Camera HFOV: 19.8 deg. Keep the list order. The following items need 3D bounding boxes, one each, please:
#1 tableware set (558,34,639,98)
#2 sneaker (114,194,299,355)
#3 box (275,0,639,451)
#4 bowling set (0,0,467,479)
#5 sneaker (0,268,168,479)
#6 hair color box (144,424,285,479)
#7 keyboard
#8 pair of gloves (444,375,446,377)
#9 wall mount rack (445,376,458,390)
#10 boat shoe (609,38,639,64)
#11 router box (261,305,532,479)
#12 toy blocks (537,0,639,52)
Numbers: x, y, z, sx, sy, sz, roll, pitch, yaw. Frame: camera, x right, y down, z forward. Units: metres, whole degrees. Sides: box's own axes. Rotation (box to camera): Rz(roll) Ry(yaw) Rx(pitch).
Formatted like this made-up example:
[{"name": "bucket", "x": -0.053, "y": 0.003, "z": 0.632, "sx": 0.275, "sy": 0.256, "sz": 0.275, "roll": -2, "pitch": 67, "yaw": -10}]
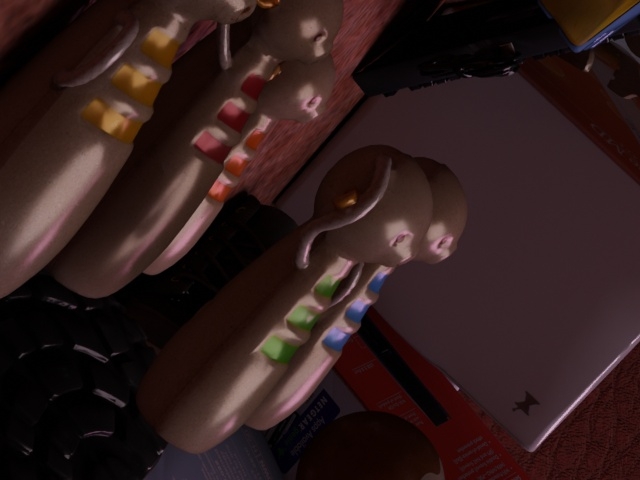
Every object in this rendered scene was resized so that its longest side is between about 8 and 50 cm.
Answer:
[{"name": "tableware set", "x": 0.166, "y": -0.150, "z": 1.001, "sx": 0.128, "sy": 0.039, "sz": 0.194, "roll": -66, "pitch": -153, "yaw": 13}, {"name": "sneaker", "x": -0.057, "y": 0.027, "z": 0.954, "sx": 0.118, "sy": 0.083, "sz": 0.222, "roll": -50, "pitch": -178, "yaw": -3}, {"name": "box", "x": 0.151, "y": -0.031, "z": 1.212, "sx": 0.168, "sy": 0.215, "sz": 0.345, "roll": -49, "pitch": 172, "yaw": 20}, {"name": "bowling set", "x": 0.000, "y": 0.000, "z": 0.674, "sx": 0.154, "sy": 0.200, "sz": 0.287, "roll": -48, "pitch": 176, "yaw": 8}, {"name": "sneaker", "x": -0.170, "y": 0.089, "z": 0.654, "sx": 0.124, "sy": 0.107, "sz": 0.283, "roll": -33, "pitch": 176, "yaw": 32}, {"name": "hair color box", "x": -0.145, "y": 0.187, "z": 0.932, "sx": 0.185, "sy": 0.113, "sz": 0.374, "roll": -25, "pitch": 178, "yaw": 13}, {"name": "keyboard", "x": 0.098, "y": -0.104, "z": 0.949, "sx": 0.180, "sy": 0.023, "sz": 0.108, "roll": -11, "pitch": -159, "yaw": 44}, {"name": "pair of gloves", "x": 0.074, "y": 0.052, "z": 1.469, "sx": 0.204, "sy": 0.042, "sz": 0.240, "roll": 115, "pitch": -18, "yaw": -63}, {"name": "wall mount rack", "x": 0.006, "y": 0.170, "z": 1.340, "sx": 0.130, "sy": 0.350, "sz": 0.304, "roll": 4, "pitch": 98, "yaw": -39}, {"name": "boat shoe", "x": 0.186, "y": -0.176, "z": 1.238, "sx": 0.065, "sy": 0.083, "sz": 0.183, "roll": -47, "pitch": 145, "yaw": 7}, {"name": "router box", "x": -0.021, "y": 0.205, "z": 1.165, "sx": 0.082, "sy": 0.301, "sz": 0.335, "roll": -20, "pitch": 155, "yaw": -50}, {"name": "toy blocks", "x": 0.165, "y": -0.184, "z": 0.768, "sx": 0.261, "sy": 0.190, "sz": 0.381, "roll": -36, "pitch": 176, "yaw": 22}]
